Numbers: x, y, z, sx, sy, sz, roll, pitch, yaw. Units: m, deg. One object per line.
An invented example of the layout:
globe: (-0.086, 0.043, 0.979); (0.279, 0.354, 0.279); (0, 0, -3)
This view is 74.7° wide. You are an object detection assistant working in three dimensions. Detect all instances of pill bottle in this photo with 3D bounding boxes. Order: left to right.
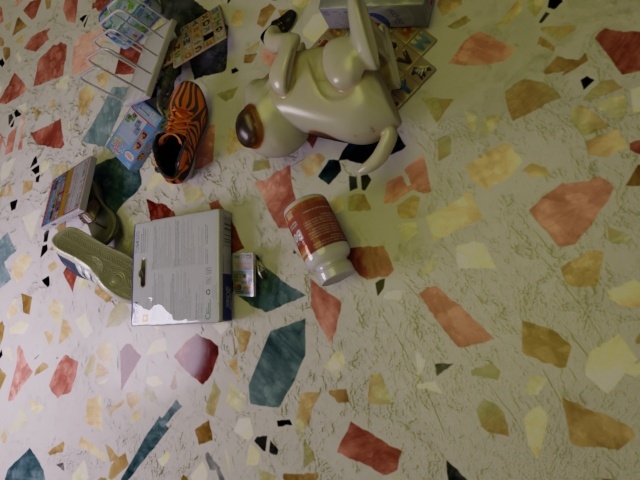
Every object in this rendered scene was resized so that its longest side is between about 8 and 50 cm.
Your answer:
pill bottle: (0.000, 0.000, 1.057); (0.121, 0.121, 0.216); (-31, 71, 16)

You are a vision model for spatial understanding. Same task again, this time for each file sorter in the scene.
file sorter: (-0.620, -0.610, 1.348); (0.193, 0.173, 0.277); (6, 77, 44)

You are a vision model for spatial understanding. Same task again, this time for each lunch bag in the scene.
lunch bag: (-0.685, -0.812, 1.498); (0.219, 0.090, 0.176); (-39, 65, 12)

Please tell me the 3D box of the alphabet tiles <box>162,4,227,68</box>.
alphabet tiles: (-0.413, -0.651, 1.353); (0.237, 0.009, 0.198); (-24, 56, 11)

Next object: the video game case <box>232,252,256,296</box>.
video game case: (-0.214, 0.095, 1.176); (0.087, 0.011, 0.121); (-2, 88, 38)

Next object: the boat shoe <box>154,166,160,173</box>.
boat shoe: (-0.498, -0.264, 1.358); (0.125, 0.038, 0.046); (-32, 71, 16)

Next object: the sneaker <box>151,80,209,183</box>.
sneaker: (-0.410, -0.328, 1.240); (0.125, 0.180, 0.320); (7, 91, -8)

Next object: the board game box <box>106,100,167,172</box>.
board game box: (-0.625, -0.362, 1.428); (0.160, 0.039, 0.211); (40, 98, 24)

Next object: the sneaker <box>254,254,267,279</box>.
sneaker: (-0.178, 0.078, 1.176); (0.035, 0.031, 0.083); (-41, 64, 27)

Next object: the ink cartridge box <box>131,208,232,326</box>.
ink cartridge box: (-0.415, 0.087, 1.252); (0.330, 0.071, 0.323); (-7, 79, 24)

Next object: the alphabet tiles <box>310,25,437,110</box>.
alphabet tiles: (0.131, -0.493, 1.137); (0.285, 0.011, 0.342); (-45, 68, 11)

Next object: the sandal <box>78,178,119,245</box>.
sandal: (-0.786, -0.100, 1.431); (0.120, 0.086, 0.302); (-43, 68, 12)

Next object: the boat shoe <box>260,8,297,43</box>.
boat shoe: (-0.124, -0.638, 1.254); (0.133, 0.042, 0.049); (-43, 66, 10)

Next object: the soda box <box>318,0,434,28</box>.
soda box: (0.146, -0.624, 1.095); (0.287, 0.091, 0.098); (11, 85, 24)

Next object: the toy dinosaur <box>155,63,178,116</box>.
toy dinosaur: (-0.506, -0.498, 1.369); (0.118, 0.064, 0.268); (-16, 59, 48)

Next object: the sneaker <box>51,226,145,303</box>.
sneaker: (-0.696, 0.098, 1.357); (0.350, 0.148, 0.131); (37, 55, 6)

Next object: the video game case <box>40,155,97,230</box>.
video game case: (-0.881, -0.161, 1.464); (0.285, 0.025, 0.203); (-14, 65, 33)

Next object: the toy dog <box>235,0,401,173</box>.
toy dog: (-0.015, -0.342, 1.056); (0.408, 0.284, 0.395); (-11, 101, 26)
